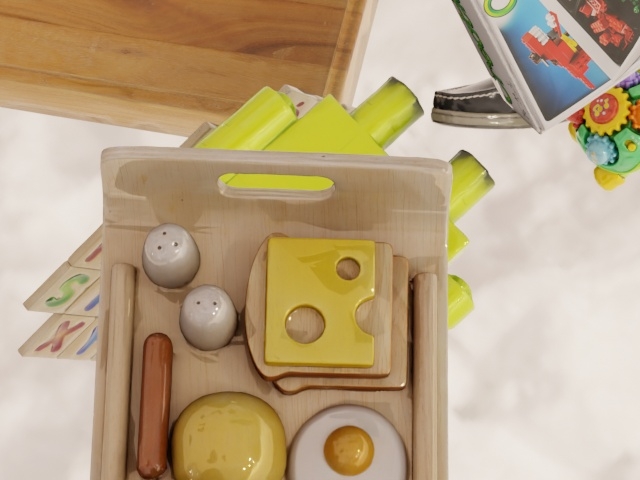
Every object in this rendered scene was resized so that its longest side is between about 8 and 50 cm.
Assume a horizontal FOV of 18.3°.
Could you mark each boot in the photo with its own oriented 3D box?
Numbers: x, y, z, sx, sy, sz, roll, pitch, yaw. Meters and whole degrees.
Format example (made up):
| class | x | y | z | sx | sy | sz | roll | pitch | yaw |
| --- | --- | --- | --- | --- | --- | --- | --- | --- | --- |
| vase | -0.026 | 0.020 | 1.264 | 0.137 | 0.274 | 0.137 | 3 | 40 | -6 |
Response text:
| class | x | y | z | sx | sy | sz | roll | pitch | yaw |
| --- | --- | --- | --- | --- | --- | --- | --- | --- | --- |
| boot | 0.191 | -0.191 | 1.665 | 0.236 | 0.178 | 0.085 | -13 | 15 | -23 |

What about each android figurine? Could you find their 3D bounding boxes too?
| class | x | y | z | sx | sy | sz | roll | pitch | yaw |
| --- | --- | --- | --- | --- | --- | --- | --- | --- | --- |
| android figurine | 0.000 | 0.000 | 1.573 | 0.273 | 0.056 | 0.248 | -40 | 82 | -10 |

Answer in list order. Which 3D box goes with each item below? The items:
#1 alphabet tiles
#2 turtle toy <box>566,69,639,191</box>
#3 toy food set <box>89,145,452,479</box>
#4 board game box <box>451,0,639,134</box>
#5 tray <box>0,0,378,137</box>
| class | x | y | z | sx | sy | sz | roll | pitch | yaw |
| --- | --- | --- | --- | --- | --- | --- | --- | --- | --- |
| alphabet tiles | -0.109 | -0.007 | 1.763 | 0.342 | 0.285 | 0.011 | -44 | 69 | 15 |
| turtle toy | 0.233 | -0.108 | 1.584 | 0.095 | 0.066 | 0.130 | -38 | 57 | 20 |
| toy food set | -0.029 | 0.093 | 1.176 | 0.220 | 0.092 | 0.306 | 2 | 72 | -1 |
| board game box | 0.122 | -0.219 | 0.971 | 0.193 | 0.305 | 0.053 | -34 | 38 | -3 |
| tray | -0.162 | -0.217 | 2.056 | 0.411 | 0.076 | 0.202 | 10 | 67 | 10 |
